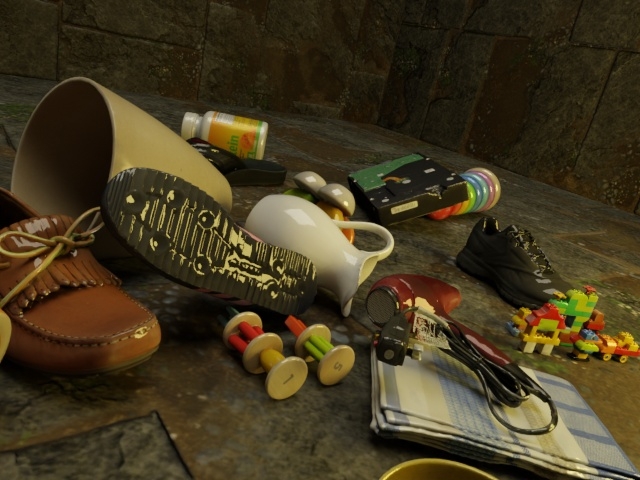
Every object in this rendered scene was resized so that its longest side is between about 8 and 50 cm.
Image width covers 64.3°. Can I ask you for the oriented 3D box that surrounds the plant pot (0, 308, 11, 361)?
[{"bbox_3d":[-0.364,0.067,0.387,0.188,0.205,0.205,28,19,-3],"label":"plant pot"}]

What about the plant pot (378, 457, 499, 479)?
[{"bbox_3d":[0.086,0.230,0.333,0.135,0.095,0.134,11,20,-4],"label":"plant pot"}]

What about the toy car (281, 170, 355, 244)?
[{"bbox_3d":[-0.012,-0.030,0.961,0.182,0.159,0.136,31,-8,42],"label":"toy car"}]

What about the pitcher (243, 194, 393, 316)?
[{"bbox_3d":[0.000,0.000,0.812,0.207,0.125,0.178,32,48,16],"label":"pitcher"}]

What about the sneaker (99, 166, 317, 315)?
[{"bbox_3d":[-0.149,0.018,0.644,0.131,0.112,0.319,2,-26,43],"label":"sneaker"}]

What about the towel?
[{"bbox_3d":[0.195,0.193,0.602,0.285,0.034,0.209,15,17,-1],"label":"towel"}]

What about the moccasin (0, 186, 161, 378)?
[{"bbox_3d":[-0.314,0.025,0.570,0.380,0.146,0.139,28,24,37],"label":"moccasin"}]

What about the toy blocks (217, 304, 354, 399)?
[{"bbox_3d":[-0.049,0.119,0.618,0.123,0.054,0.148,-4,25,-38],"label":"toy blocks"}]

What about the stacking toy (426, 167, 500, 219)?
[{"bbox_3d":[0.407,-0.128,1.500,0.141,0.141,0.330,25,28,32],"label":"stacking toy"}]

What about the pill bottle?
[{"bbox_3d":[-0.291,-0.316,1.551,0.246,0.136,0.136,11,19,-6],"label":"pill bottle"}]

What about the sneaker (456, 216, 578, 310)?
[{"bbox_3d":[0.389,0.043,0.997,0.109,0.130,0.286,1,24,-35],"label":"sneaker"}]

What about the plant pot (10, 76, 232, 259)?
[{"bbox_3d":[-0.280,-0.081,0.798,0.257,0.256,0.274,26,8,34],"label":"plant pot"}]

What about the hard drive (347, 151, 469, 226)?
[{"bbox_3d":[0.222,-0.148,1.385,0.237,0.064,0.339,-17,25,-5],"label":"hard drive"}]

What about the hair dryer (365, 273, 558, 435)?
[{"bbox_3d":[0.159,0.125,0.655,0.224,0.080,0.293,30,21,-4],"label":"hair dryer"}]

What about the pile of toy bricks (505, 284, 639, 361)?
[{"bbox_3d":[0.410,0.122,0.824,0.213,0.105,0.118,9,20,-12],"label":"pile of toy bricks"}]

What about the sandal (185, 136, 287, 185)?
[{"bbox_3d":[-0.268,-0.206,1.302,0.168,0.106,0.446,26,24,34],"label":"sandal"}]
